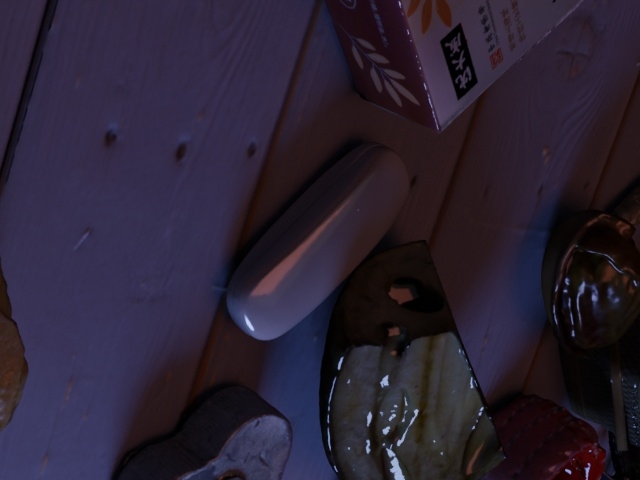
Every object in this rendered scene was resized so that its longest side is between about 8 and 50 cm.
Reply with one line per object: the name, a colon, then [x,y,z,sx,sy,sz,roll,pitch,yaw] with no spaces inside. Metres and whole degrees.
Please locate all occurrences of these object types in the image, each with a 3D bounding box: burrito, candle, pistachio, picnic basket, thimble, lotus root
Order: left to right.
candle: [-0.110,0.246,1.463,0.192,0.068,0.168,-38,136,-20]
lotus root: [0.082,0.144,1.563,0.210,0.142,0.314,-19,135,-12]
thimble: [0.250,0.296,1.822,0.189,0.125,0.163,-43,139,-21]
pistachio: [0.330,0.054,1.767,0.165,0.131,0.210,-37,143,-30]
burrito: [0.416,-0.056,1.860,0.149,0.041,0.055,-37,147,-31]
picnic basket: [0.444,0.138,1.921,0.267,0.139,0.165,-40,135,-24]

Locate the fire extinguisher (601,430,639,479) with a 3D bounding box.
fire extinguisher: [0.505,0.288,2.114,0.344,0.102,0.138,-20,92,-37]

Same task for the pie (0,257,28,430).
pie: [-0.361,0.097,1.104,0.339,0.083,0.339,-26,128,-38]

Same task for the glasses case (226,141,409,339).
glasses case: [0.000,0.000,1.442,0.233,0.059,0.092,-46,136,-16]

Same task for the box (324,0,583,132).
box: [0.135,-0.355,1.333,0.344,0.122,0.385,-43,137,-20]
